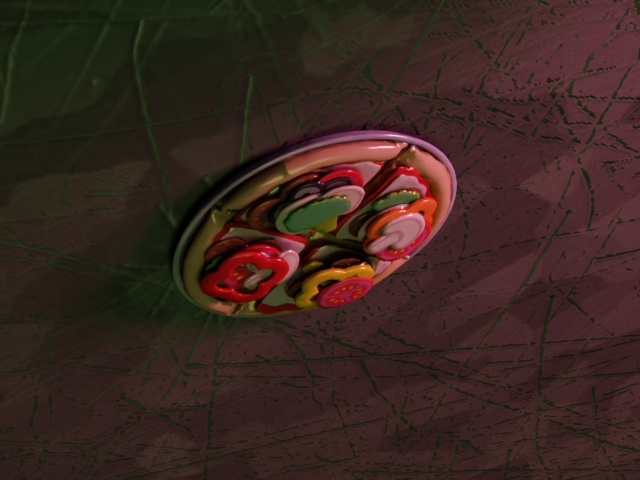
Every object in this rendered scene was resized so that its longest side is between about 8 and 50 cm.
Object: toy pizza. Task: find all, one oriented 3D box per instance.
[{"bbox_3d":[0.000,0.000,1.152,0.201,0.032,0.201,-16,149,-10],"label":"toy pizza"}]
